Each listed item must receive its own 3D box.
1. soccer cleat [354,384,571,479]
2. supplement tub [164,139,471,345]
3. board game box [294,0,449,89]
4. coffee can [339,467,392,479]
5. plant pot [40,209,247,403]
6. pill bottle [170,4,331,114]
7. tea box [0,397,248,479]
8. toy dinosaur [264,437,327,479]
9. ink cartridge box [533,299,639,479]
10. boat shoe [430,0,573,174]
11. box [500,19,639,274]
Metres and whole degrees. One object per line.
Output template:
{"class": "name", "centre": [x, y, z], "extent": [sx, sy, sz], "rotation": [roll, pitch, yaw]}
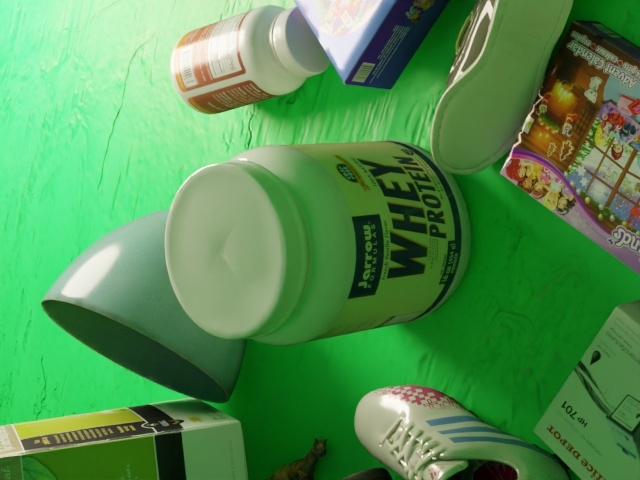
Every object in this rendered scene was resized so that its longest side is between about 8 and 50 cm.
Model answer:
{"class": "soccer cleat", "centre": [0.145, 0.257, 1.654], "extent": [0.331, 0.143, 0.116], "rotation": [16, 105, 41]}
{"class": "supplement tub", "centre": [0.000, 0.000, 1.636], "extent": [0.235, 0.325, 0.235], "rotation": [6, 99, 42]}
{"class": "board game box", "centre": [0.091, -0.389, 1.640], "extent": [0.347, 0.078, 0.233], "rotation": [-56, 48, 34]}
{"class": "coffee can", "centre": [0.074, 0.453, 1.701], "extent": [0.275, 0.201, 0.201], "rotation": [55, 127, 24]}
{"class": "plant pot", "centre": [-0.215, 0.074, 1.912], "extent": [0.290, 0.290, 0.195], "rotation": [9, 64, 42]}
{"class": "pill bottle", "centre": [-0.090, -0.246, 1.834], "extent": [0.216, 0.121, 0.121], "rotation": [-9, 88, 42]}
{"class": "tea box", "centre": [-0.283, 0.352, 1.858], "extent": [0.329, 0.323, 0.220], "rotation": [176, 89, -75]}
{"class": "toy dinosaur", "centre": [-0.053, 0.342, 1.916], "extent": [0.211, 0.064, 0.112], "rotation": [-30, 51, 34]}
{"class": "ink cartridge box", "centre": [0.345, 0.182, 1.504], "extent": [0.139, 0.082, 0.191], "rotation": [45, 121, 30]}
{"class": "boat shoe", "centre": [0.208, -0.212, 1.582], "extent": [0.091, 0.109, 0.305], "rotation": [-86, 14, -52]}
{"class": "box", "centre": [0.353, -0.084, 1.484], "extent": [0.293, 0.057, 0.201], "rotation": [40, 120, 33]}
